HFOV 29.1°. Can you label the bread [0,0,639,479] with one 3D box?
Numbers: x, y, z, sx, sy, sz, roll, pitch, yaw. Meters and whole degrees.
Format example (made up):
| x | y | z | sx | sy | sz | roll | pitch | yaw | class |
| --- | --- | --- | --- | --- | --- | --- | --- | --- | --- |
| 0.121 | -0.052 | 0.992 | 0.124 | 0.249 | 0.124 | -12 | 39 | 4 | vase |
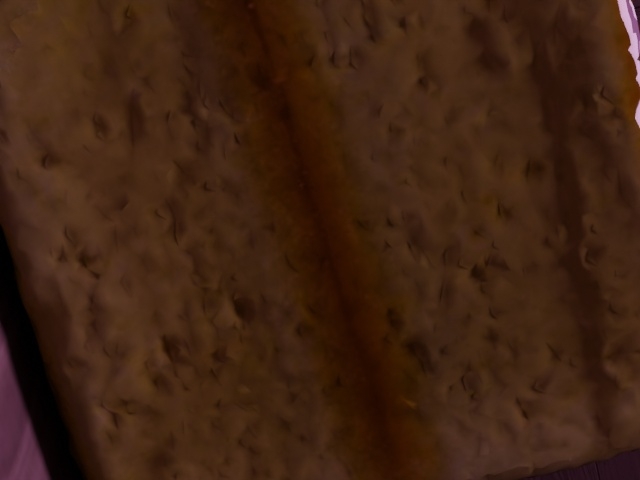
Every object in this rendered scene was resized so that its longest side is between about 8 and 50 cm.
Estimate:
| x | y | z | sx | sy | sz | roll | pitch | yaw | class |
| --- | --- | --- | --- | --- | --- | --- | --- | --- | --- |
| 0.005 | -0.023 | 0.583 | 0.362 | 0.233 | 0.245 | -105 | 178 | -81 | bread |
